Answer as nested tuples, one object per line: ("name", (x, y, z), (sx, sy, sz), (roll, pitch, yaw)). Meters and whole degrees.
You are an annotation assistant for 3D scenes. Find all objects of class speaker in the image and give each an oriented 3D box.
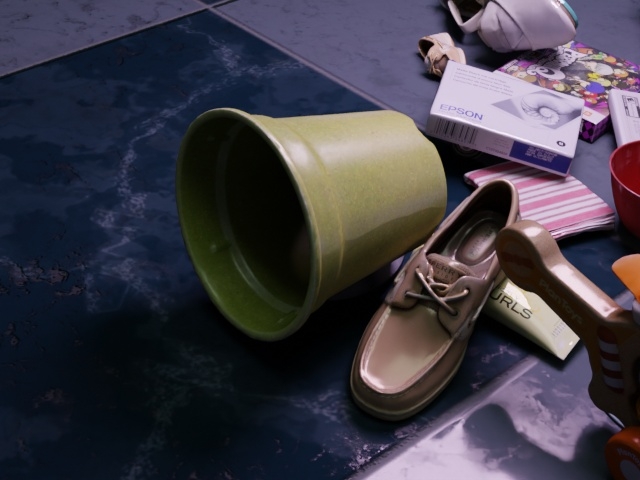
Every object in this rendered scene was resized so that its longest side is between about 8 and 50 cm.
("speaker", (0.241, -0.183, 1.864), (0.055, 0.055, 0.136), (12, 38, 11))

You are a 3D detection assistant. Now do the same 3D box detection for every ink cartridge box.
("ink cartridge box", (0.286, -0.204, 1.818), (0.223, 0.045, 0.224), (17, 40, 4))

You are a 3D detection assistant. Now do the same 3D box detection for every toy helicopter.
("toy helicopter", (0.318, 0.093, 1.299), (0.140, 0.235, 0.355), (-28, 56, -24))

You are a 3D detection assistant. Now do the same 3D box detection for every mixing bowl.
("mixing bowl", (0.484, -0.054, 1.673), (0.181, 0.098, 0.181), (3, 35, -2))

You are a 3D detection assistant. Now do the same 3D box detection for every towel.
("towel", (0.314, -0.059, 1.730), (0.144, 0.029, 0.197), (-14, 37, -22))

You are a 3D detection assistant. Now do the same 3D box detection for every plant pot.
("plant pot", (0.004, -0.047, 1.451), (0.254, 0.276, 0.276), (-18, 41, -36))

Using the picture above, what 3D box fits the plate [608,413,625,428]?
("plate", (0.421, 0.175, 1.421), (0.188, 0.024, 0.188), (3, 37, -3))

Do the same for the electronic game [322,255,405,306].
("electronic game", (0.000, 0.000, 1.596), (0.229, 0.048, 0.229), (2, 45, -2))

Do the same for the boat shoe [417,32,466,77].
("boat shoe", (0.204, -0.303, 2.023), (0.059, 0.063, 0.170), (-5, 28, -8))

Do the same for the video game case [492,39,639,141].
("video game case", (0.419, -0.260, 1.996), (0.210, 0.042, 0.232), (29, 43, 28))

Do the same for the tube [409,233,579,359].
("tube", (0.227, 0.066, 1.524), (0.240, 0.070, 0.062), (30, 2, 25))

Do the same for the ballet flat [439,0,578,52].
("ballet flat", (0.313, -0.394, 2.083), (0.139, 0.139, 0.400), (-7, 26, -14))

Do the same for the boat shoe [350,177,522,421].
("boat shoe", (0.138, 0.060, 1.429), (0.121, 0.110, 0.341), (23, 57, 18))

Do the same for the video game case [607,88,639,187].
("video game case", (0.554, -0.144, 1.834), (0.206, 0.026, 0.227), (9, 41, -4))
